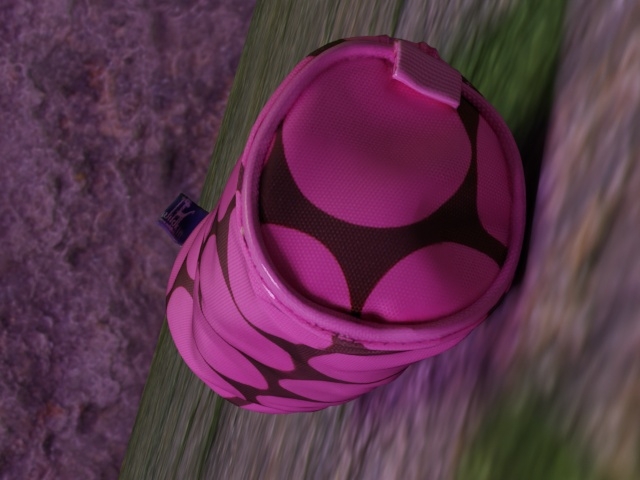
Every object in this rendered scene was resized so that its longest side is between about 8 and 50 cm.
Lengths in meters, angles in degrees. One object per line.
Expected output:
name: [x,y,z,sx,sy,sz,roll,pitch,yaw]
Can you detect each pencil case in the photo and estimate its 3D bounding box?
pencil case: [0.000,0.000,0.475,0.098,0.095,0.209,-61,7,-14]
